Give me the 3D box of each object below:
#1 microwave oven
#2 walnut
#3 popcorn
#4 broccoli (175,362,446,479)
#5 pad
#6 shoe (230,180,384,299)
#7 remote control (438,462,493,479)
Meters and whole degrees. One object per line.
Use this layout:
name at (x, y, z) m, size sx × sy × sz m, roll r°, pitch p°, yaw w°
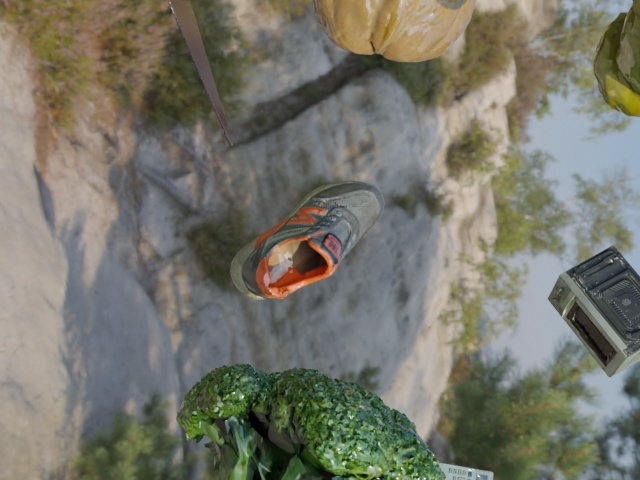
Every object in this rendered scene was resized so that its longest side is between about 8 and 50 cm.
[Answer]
microwave oven at (0.585, 0.138, 1.626) m, size 0.208 × 0.162 × 0.122 m, roll 57°, pitch -14°, yaw 26°
walnut at (0.139, -0.462, 1.477) m, size 0.285 × 0.297 × 0.285 m, roll -166°, pitch -90°, yaw -78°
popcorn at (0.465, -0.238, 0.949) m, size 0.286 × 0.226 × 0.173 m, roll 106°, pitch -24°, yaw -84°
broccoli at (-0.012, 0.318, 0.988) m, size 0.413 × 0.310 × 0.321 m, roll 41°, pitch 0°, yaw 25°
pad at (-0.112, -0.210, 0.592) m, size 0.181 × 0.004 × 0.267 m, roll 72°, pitch 0°, yaw -64°
shoe at (0.000, 0.000, 1.510) m, size 0.132 × 0.337 × 0.171 m, roll 62°, pitch -17°, yaw -20°
remote control at (0.295, 0.516, 1.748) m, size 0.029 × 0.162 × 0.061 m, roll 146°, pitch -44°, yaw -65°
